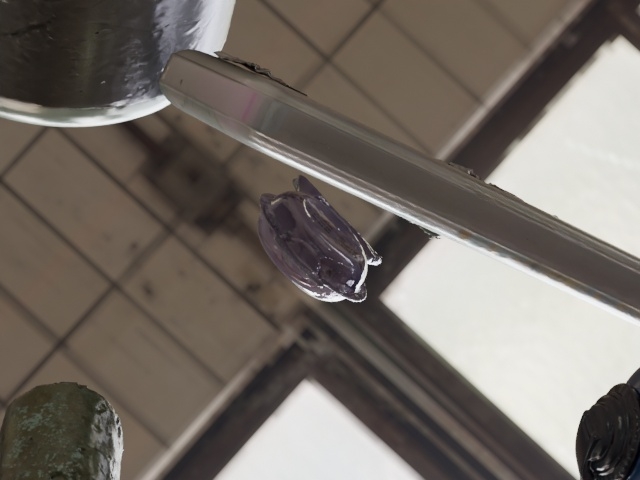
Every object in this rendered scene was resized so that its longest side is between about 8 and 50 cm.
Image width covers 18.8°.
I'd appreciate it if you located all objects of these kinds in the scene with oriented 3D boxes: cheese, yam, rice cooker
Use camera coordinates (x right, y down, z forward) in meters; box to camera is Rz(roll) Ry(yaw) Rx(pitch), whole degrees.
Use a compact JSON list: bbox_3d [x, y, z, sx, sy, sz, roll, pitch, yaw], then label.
[{"bbox_3d":[0.000,0.000,1.413,0.042,0.105,0.191,-44,179,15],"label":"cheese"},{"bbox_3d":[-0.214,0.216,1.554,0.107,0.107,0.194,-47,-154,28],"label":"yam"},{"bbox_3d":[-0.176,-0.252,1.340,0.288,0.288,0.277,-49,161,-46],"label":"rice cooker"}]

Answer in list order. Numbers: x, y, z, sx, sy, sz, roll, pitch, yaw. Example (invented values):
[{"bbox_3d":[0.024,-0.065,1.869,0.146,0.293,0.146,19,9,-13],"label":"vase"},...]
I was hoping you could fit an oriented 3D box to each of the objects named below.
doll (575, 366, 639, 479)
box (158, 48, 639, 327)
[{"bbox_3d":[0.386,0.168,1.766,0.240,0.284,0.310,-100,-149,-52],"label":"doll"},{"bbox_3d":[0.059,-0.024,0.988,0.044,0.285,0.142,-65,-154,1],"label":"box"}]
